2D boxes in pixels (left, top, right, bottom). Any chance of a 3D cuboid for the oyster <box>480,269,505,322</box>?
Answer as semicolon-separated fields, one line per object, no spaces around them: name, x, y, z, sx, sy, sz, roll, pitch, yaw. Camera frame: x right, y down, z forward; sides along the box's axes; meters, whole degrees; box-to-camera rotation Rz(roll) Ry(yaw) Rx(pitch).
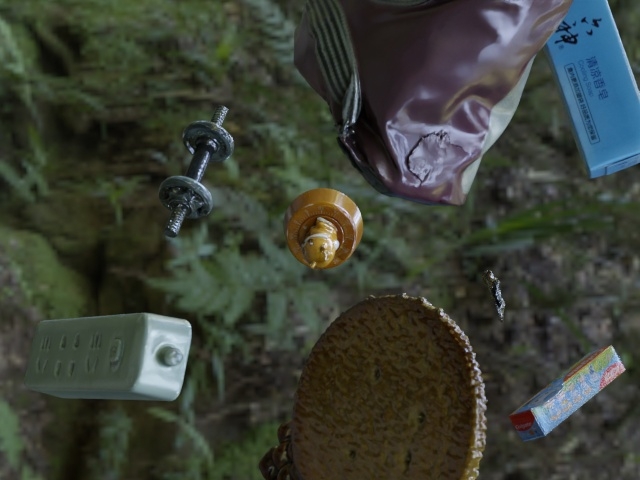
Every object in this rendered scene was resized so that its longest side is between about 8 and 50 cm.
oyster;0.239;0.073;1.945;0.054;0.019;0.083;-112;178;-58

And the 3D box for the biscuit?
biscuit;0.077;0.209;1.639;0.038;0.305;0.305;11;71;-42

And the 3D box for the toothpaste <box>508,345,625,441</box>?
toothpaste;0.350;0.208;1.969;0.070;0.193;0.044;-28;-88;53

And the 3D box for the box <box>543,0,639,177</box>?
box;0.298;-0.191;1.585;0.142;0.083;0.232;6;67;-79

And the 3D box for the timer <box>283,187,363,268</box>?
timer;0.000;0.000;2.280;0.152;0.132;0.132;-80;165;-70

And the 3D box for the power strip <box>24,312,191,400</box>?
power strip;-0.246;0.133;1.624;0.385;0.062;0.091;-9;-112;60

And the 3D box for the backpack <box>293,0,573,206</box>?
backpack;0.085;-0.222;1.439;0.283;0.197;0.317;-58;-141;19

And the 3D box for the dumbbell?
dumbbell;-0.178;-0.103;2.064;0.082;0.081;0.254;80;23;-48

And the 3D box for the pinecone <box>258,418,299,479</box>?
pinecone;0.054;0.349;2.056;0.264;0.264;0.264;-3;90;-84
